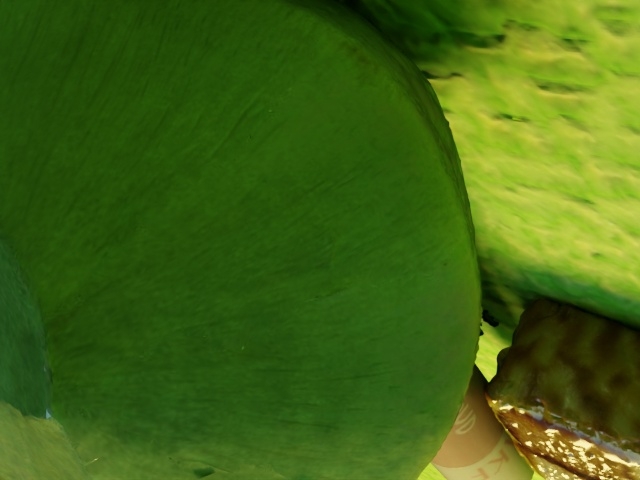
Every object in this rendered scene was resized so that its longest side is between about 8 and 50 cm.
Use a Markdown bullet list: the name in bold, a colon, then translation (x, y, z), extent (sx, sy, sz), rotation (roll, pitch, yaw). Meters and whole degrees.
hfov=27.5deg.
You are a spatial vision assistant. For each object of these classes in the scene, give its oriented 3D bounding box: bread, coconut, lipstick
- **bread**: translation (0.229, 0.134, 0.882), extent (0.222, 0.096, 0.181), rotation (19, 158, 30)
- **coconut**: translation (-0.072, 0.003, 0.604), extent (0.328, 0.281, 0.328), rotation (52, -164, -22)
- **lipstick**: translation (0.087, 0.116, 0.920), extent (0.070, 0.070, 0.254), rotation (18, 160, 32)

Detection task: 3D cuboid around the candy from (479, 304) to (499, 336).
- **candy**: translation (0.018, 0.086, 0.948), extent (0.141, 0.203, 0.078), rotation (42, -165, -51)
